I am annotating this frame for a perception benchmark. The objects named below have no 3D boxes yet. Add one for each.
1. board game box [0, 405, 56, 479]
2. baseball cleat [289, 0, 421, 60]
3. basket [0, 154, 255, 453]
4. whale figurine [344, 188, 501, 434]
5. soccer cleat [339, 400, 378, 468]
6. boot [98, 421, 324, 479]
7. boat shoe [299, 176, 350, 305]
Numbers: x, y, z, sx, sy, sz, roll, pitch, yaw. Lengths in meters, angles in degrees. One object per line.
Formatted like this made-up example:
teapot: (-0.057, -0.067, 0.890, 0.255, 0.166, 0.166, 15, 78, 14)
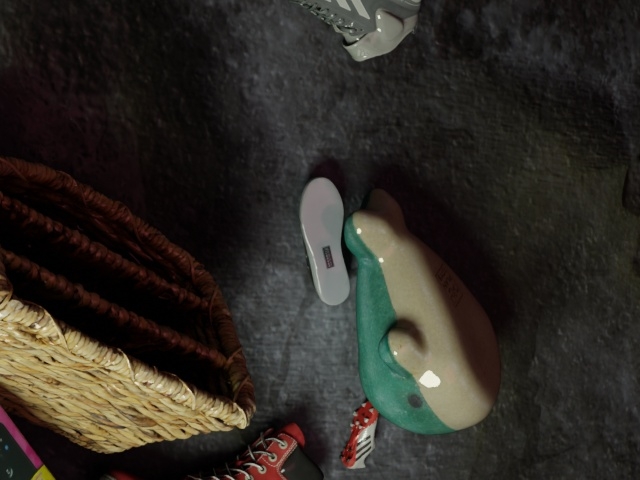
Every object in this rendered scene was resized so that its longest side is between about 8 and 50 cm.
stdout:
board game box: (-0.297, 0.295, 1.197, 0.303, 0.097, 0.224, 62, 35, -30)
baseball cleat: (0.018, -0.240, 1.463, 0.205, 0.072, 0.110, -2, 107, -25)
basket: (-0.210, 0.042, 1.264, 0.299, 0.223, 0.214, 31, 57, -36)
whale figurine: (0.086, 0.085, 1.525, 0.272, 0.141, 0.216, 60, 26, -11)
soccer cleat: (0.050, 0.219, 1.590, 0.035, 0.029, 0.083, 20, 92, -39)
boot: (-0.108, 0.246, 1.475, 0.244, 0.088, 0.176, 35, 80, -37)
boat shoe: (0.000, 0.000, 1.514, 0.049, 0.040, 0.142, -12, 104, -18)
